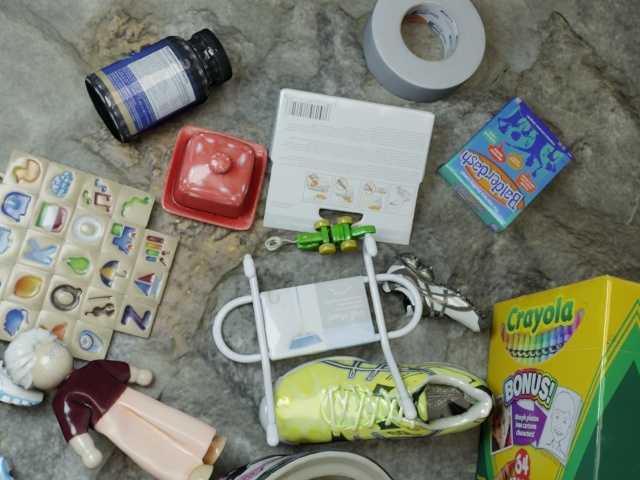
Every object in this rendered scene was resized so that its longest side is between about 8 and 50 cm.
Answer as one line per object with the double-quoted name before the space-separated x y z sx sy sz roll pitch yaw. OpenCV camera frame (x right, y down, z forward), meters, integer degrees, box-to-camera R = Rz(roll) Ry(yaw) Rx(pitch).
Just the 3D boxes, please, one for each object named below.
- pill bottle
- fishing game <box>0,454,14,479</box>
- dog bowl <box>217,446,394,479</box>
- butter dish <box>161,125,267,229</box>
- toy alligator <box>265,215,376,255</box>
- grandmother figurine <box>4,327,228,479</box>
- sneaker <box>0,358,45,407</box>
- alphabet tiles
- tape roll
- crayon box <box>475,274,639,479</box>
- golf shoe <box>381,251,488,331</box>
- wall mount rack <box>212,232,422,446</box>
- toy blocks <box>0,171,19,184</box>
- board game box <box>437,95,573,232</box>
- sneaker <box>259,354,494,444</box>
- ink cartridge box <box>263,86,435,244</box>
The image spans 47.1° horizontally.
"pill bottle" -0.262 -0.261 1.213 0.219 0.123 0.123 -32 87 -17
"fishing game" -0.532 0.380 1.060 0.189 0.041 0.264 -25 71 -15
"dog bowl" -0.047 0.490 1.027 0.408 0.150 0.408 5 83 -40
"butter dish" -0.170 -0.114 1.207 0.160 0.118 0.160 14 77 -9
"toy alligator" 0.000 0.000 1.260 0.190 0.051 0.056 -9 68 -5
"grandmother figurine" -0.304 0.241 1.078 0.342 0.208 0.104 33 106 -4
"sneaker" -0.498 0.190 1.100 0.191 0.071 0.083 23 69 -8
"alphabet tiles" -0.410 0.027 1.148 0.342 0.011 0.285 18 79 -19
"tape roll" 0.190 -0.371 1.364 0.219 0.072 0.219 3 78 -12
"crayon box" 0.369 0.238 1.130 0.106 0.363 0.313 11 77 -10
"golf shoe" 0.195 0.109 1.275 0.198 0.077 0.094 38 84 4
"wall mount rack" 0.005 0.154 1.150 0.350 0.130 0.304 -10 70 -4
"toy blocks" -0.552 -0.051 1.141 0.123 0.054 0.148 31 74 -6
"board game box" 0.345 -0.142 1.365 0.160 0.047 0.210 46 74 -1
"sneaker" 0.094 0.250 1.179 0.385 0.147 0.145 -5 82 -12
"ink cartridge box" 0.045 -0.128 1.292 0.275 0.060 0.239 7 102 -11
